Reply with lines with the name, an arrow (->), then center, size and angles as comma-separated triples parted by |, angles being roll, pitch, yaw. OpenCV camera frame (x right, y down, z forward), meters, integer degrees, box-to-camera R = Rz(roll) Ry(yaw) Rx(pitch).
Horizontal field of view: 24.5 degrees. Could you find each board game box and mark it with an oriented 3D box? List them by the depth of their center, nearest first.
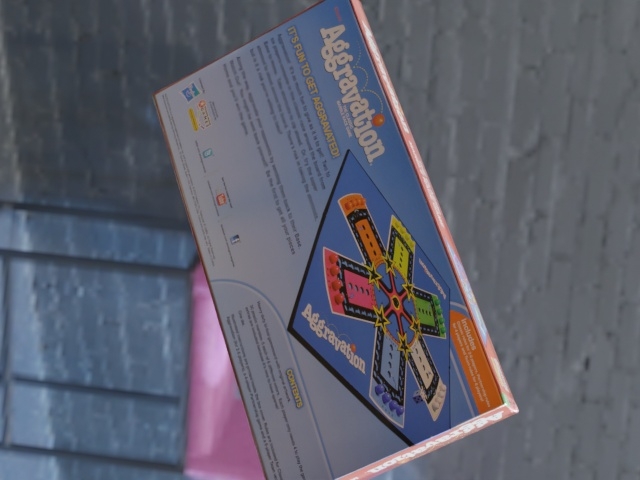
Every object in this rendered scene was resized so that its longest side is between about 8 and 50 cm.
board game box -> 0.000, 0.000, 0.856 | 0.027, 0.145, 0.281 | 33, 34, -58
